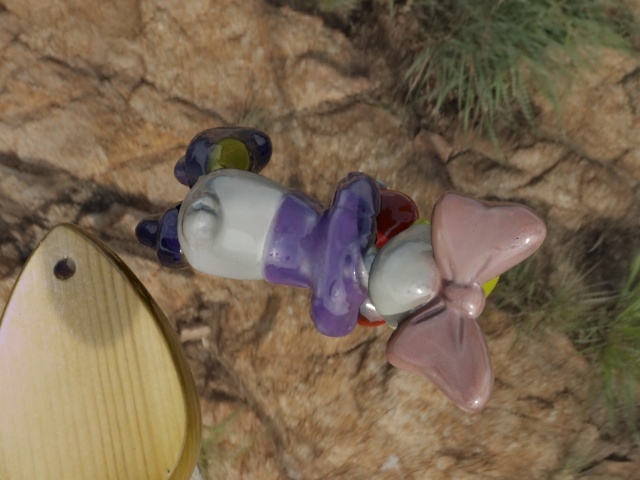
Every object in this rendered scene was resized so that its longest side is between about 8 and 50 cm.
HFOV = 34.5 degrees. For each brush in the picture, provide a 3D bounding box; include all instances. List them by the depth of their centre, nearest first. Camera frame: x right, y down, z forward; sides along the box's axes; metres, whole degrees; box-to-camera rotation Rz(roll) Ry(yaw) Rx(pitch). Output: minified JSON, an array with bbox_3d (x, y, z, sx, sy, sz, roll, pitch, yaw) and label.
[{"bbox_3d":[-0.190,0.124,0.889,0.174,0.166,0.267,-9,76,-3],"label":"brush"}]

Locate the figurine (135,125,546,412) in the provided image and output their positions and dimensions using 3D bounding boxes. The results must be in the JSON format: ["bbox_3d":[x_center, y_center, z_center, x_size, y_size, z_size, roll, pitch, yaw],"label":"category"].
[{"bbox_3d":[-0.001,-0.001,0.841,0.421,0.193,0.154,18,94,36],"label":"figurine"}]
